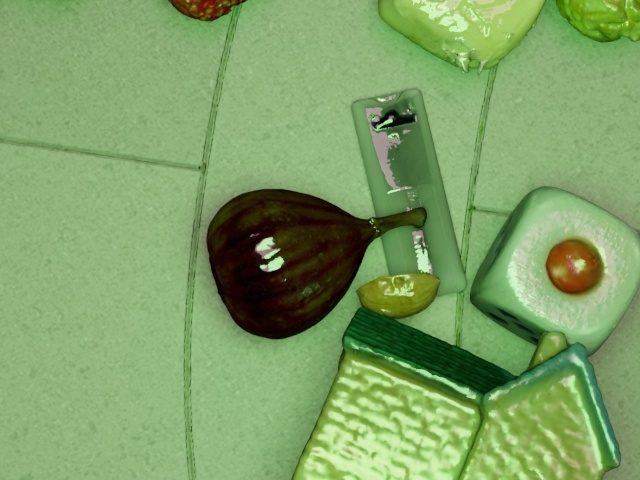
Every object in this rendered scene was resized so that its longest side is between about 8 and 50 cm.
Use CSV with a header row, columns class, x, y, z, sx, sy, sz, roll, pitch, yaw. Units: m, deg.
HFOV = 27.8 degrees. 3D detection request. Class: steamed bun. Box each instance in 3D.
class,x,y,z,sx,sy,sz,roll,pitch,yaw
steamed bun,0.216,-0.387,1.893,0.232,0.166,0.273,24,95,-6

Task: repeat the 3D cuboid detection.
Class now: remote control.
class,x,y,z,sx,sy,sz,roll,pitch,yaw
remote control,0.132,-0.068,1.906,0.109,0.055,0.313,-13,84,-4

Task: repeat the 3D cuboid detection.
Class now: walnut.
class,x,y,z,sx,sy,sz,roll,pitch,yaw
walnut,0.113,0.084,1.830,0.121,0.091,0.052,-9,69,2

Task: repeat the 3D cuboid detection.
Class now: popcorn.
class,x,y,z,sx,sy,sz,roll,pitch,yaw
popcorn,0.449,-0.386,1.885,0.198,0.212,0.198,17,63,-37

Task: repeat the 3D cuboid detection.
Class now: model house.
class,x,y,z,sx,sy,sz,roll,pitch,yaw
model house,0.182,0.273,1.762,0.382,0.334,0.342,21,73,4

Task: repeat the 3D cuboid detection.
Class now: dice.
class,x,y,z,sx,sy,sz,roll,pitch,yaw
dice,0.337,0.047,1.835,0.194,0.192,0.193,29,83,2

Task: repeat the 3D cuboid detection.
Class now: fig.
class,x,y,z,sx,sy,sz,roll,pitch,yaw
fig,0.000,0.000,1.825,0.321,0.217,0.217,-23,86,-12

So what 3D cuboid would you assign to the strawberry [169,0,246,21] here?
class,x,y,z,sx,sy,sz,roll,pitch,yaw
strawberry,-0.169,-0.507,1.852,0.292,0.292,0.343,30,98,1
